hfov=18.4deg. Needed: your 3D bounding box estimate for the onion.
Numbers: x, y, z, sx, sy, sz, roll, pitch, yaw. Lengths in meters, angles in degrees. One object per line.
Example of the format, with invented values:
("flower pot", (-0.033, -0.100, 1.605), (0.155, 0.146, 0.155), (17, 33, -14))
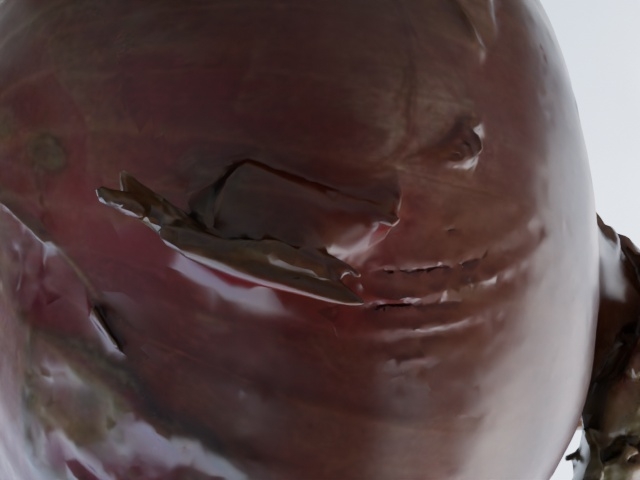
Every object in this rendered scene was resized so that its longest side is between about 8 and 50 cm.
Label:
("onion", (-0.027, 0.003, 0.808), (0.354, 0.353, 0.353), (-3, -153, 2))
